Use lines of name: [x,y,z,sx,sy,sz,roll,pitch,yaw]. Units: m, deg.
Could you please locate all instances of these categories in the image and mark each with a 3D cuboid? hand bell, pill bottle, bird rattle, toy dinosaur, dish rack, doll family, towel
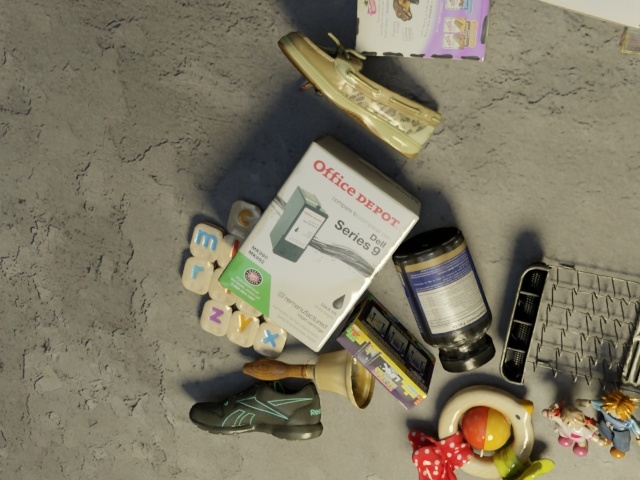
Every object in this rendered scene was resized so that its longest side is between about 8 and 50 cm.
hand bell: [-0.034,0.236,1.304,0.241,0.126,0.126,-2,107,24]
pill bottle: [0.208,0.099,1.176,0.122,0.123,0.219,-17,102,21]
bird rattle: [0.281,0.353,1.263,0.253,0.143,0.207,11,99,27]
toy dinosaur: [0.007,-0.276,1.162,0.090,0.047,0.082,18,93,21]
dish rack: [0.440,0.149,1.150,0.271,0.074,0.208,12,111,12]
doll family: [0.493,0.309,1.135,0.263,0.118,0.163,31,159,33]
towel: [0.470,-0.307,1.028,0.060,0.009,0.083,15,111,13]

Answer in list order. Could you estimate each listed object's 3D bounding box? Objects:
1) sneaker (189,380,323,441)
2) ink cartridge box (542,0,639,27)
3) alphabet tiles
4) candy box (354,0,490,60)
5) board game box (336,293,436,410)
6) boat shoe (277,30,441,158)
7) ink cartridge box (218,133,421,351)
sneaker: [-0.123,0.317,1.374,0.267,0.101,0.106,0,90,13]
ink cartridge box: [0.366,-0.337,0.946,0.139,0.190,0.082,23,114,15]
alphabet tiles: [-0.114,0.074,1.319,0.284,0.021,0.278,21,112,9]
candy box: [0.155,-0.359,1.073,0.196,0.070,0.165,7,109,14]
board game box: [0.116,0.186,1.221,0.170,0.141,0.048,45,113,0]
boat shoe: [0.061,-0.237,1.100,0.285,0.104,0.089,33,103,-27]
ink cartridge box: [0.000,0.000,1.187,0.211,0.121,0.289,35,107,0]
